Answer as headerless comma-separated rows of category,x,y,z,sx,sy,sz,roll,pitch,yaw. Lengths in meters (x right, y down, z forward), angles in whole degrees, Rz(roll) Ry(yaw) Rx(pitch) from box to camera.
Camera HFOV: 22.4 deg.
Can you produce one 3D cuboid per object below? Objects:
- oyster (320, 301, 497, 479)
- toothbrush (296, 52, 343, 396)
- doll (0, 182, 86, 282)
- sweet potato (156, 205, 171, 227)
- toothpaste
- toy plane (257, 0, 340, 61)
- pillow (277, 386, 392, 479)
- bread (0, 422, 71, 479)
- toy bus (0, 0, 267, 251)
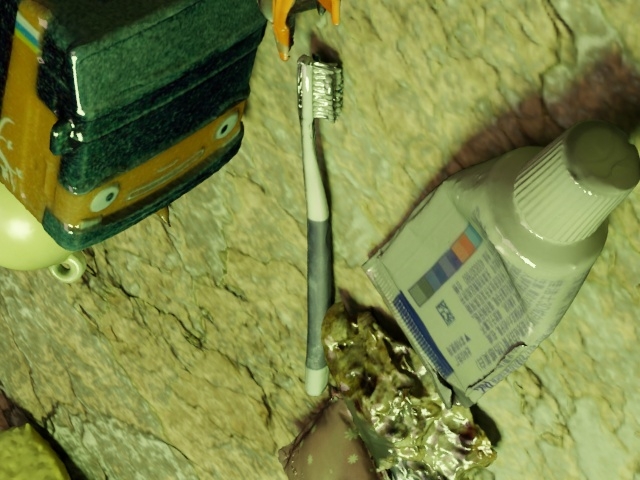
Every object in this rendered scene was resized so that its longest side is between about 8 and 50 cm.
oyster,0.046,0.107,1.042,0.148,0.051,0.103,54,142,18
toothbrush,0.000,0.000,1.023,0.026,0.024,0.288,21,137,20
doll,-0.259,-0.089,1.191,0.141,0.117,0.296,-22,121,17
sweet potato,-0.213,-0.081,1.101,0.274,0.067,0.067,25,154,-19
toothpaste,0.096,0.012,0.880,0.282,0.069,0.099,126,144,-64
toy plane,-0.010,-0.153,0.855,0.188,0.062,0.135,72,178,-64
pillow,0.026,0.203,1.115,0.185,0.043,0.118,61,141,20
bread,-0.305,0.397,1.560,0.323,0.143,0.333,64,147,34
toy bus,-0.191,-0.170,0.974,0.323,0.162,0.194,42,144,19
